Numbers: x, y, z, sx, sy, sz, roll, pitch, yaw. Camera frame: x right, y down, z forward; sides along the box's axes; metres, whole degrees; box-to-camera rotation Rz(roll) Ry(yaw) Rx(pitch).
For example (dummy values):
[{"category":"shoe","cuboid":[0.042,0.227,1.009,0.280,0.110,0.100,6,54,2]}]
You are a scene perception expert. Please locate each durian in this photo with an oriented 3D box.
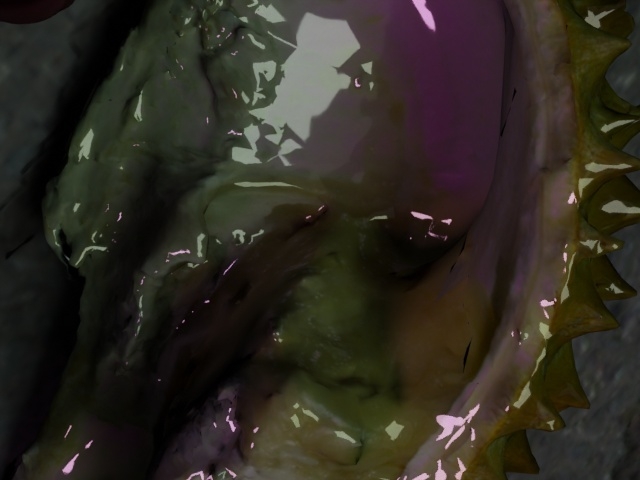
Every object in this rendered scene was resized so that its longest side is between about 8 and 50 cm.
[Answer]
[{"category":"durian","cuboid":[0.000,0.000,0.579,0.166,0.172,0.306,18,112,-20]}]

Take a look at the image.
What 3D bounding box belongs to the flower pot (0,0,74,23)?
[{"category":"flower pot","cuboid":[-0.077,-0.125,0.478,0.089,0.111,0.111,-50,138,-27]}]
